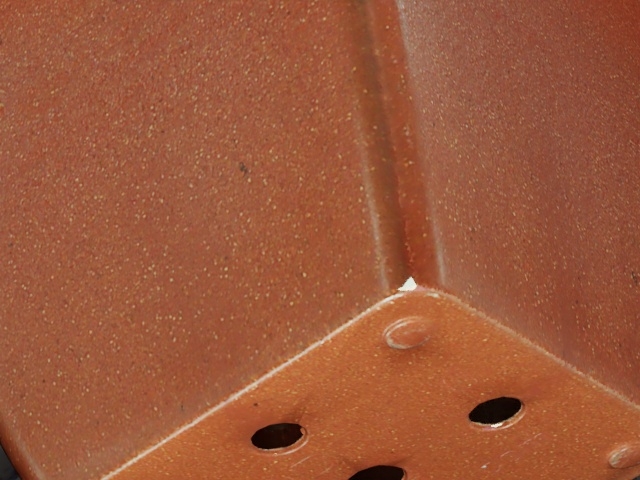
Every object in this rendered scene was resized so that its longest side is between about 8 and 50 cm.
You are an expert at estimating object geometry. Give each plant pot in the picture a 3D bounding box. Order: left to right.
[{"bbox_3d":[0.000,0.000,0.785,0.267,0.235,0.267,-33,140,26],"label":"plant pot"}]
